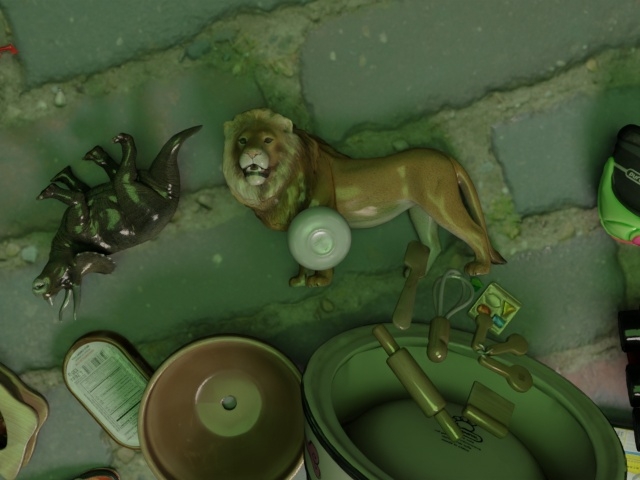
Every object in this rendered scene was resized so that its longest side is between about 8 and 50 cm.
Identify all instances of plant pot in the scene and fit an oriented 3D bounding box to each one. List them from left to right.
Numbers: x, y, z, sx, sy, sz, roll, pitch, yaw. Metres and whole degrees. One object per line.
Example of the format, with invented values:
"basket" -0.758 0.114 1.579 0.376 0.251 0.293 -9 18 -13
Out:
"plant pot" -0.128 0.238 1.277 0.238 0.110 0.237 0 96 -5

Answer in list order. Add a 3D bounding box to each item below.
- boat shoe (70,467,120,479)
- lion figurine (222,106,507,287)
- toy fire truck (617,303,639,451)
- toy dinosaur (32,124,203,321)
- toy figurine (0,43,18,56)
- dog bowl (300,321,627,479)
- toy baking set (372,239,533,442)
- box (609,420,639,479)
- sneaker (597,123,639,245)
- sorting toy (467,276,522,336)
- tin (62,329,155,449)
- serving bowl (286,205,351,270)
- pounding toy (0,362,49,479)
"boat shoe" -0.355 0.365 1.325 0.137 0.043 0.049 -17 94 0
"lion figurine" 0.064 -0.062 1.253 0.393 0.142 0.240 -3 89 -14
"toy fire truck" 0.499 0.224 1.270 0.159 0.246 0.217 -6 57 12
"toy dinosaur" -0.274 -0.048 1.260 0.314 0.121 0.160 -36 108 -1
"toy figurine" -0.592 -0.156 1.244 0.217 0.191 0.362 28 104 26
"dog bowl" 0.161 0.273 1.161 0.408 0.408 0.150 12 115 -2
"toy baking set" 0.156 0.125 1.137 0.256 0.197 0.030 50 138 11
"box" 0.436 0.355 1.335 0.105 0.043 0.179 10 94 -2
"sneaker" 0.614 -0.095 1.217 0.483 0.185 0.202 -3 98 -2
"sorting toy" 0.238 0.091 1.317 0.083 0.012 0.062 38 95 -5
"tin" -0.286 0.214 1.314 0.106 0.040 0.189 -40 95 8
"serving bowl" 0.000 0.000 1.164 0.083 0.027 0.083 -2 104 -8
"pounding toy" -0.508 0.226 1.250 0.269 0.155 0.154 42 90 -5
